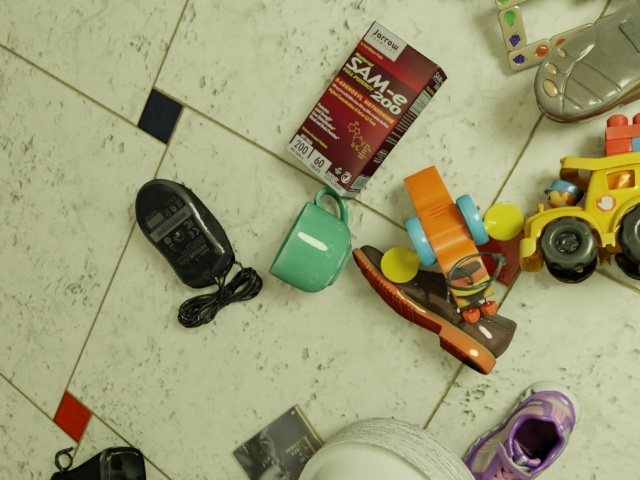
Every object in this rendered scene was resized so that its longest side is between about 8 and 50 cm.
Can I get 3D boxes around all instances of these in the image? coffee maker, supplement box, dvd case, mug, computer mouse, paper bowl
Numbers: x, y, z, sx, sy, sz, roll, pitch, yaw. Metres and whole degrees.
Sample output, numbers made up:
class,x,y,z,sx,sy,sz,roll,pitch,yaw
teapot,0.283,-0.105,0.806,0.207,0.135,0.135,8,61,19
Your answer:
class,x,y,z,sx,sy,sz,roll,pitch,yaw
coffee maker,-0.446,0.471,1.080,0.178,0.120,0.171,-32,80,20
supplement box,0.069,-0.198,0.861,0.130,0.073,0.239,41,106,16
dvd case,-0.037,0.424,0.964,0.164,0.018,0.221,-41,78,18
mug,-0.003,0.006,0.867,0.097,0.129,0.157,29,110,-6
computer mouse,-0.234,0.010,1.003,0.189,0.072,0.272,-30,94,19
paper bowl,0.089,0.420,0.802,0.284,0.148,0.284,6,102,30

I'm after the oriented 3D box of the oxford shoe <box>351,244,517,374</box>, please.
class,x,y,z,sx,sy,sz,roll,pitch,yaw
oxford shoe,0.167,0.082,0.840,0.271,0.097,0.098,39,80,17

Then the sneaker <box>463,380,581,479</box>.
class,x,y,z,sx,sy,sz,roll,pitch,yaw
sneaker,0.277,0.310,0.784,0.095,0.104,0.236,36,106,16

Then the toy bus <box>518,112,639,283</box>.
class,x,y,z,sx,sy,sz,roll,pitch,yaw
toy bus,0.372,-0.055,0.715,0.220,0.149,0.211,-6,77,25

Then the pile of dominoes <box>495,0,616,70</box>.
class,x,y,z,sx,sy,sz,roll,pitch,yaw
pile of dominoes,0.350,-0.349,0.703,0.251,0.040,0.196,-17,116,19

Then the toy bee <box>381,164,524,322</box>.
class,x,y,z,sx,sy,sz,roll,pitch,yaw
toy bee,0.177,0.029,0.753,0.195,0.298,0.162,-11,124,28

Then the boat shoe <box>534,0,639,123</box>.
class,x,y,z,sx,sy,sz,roll,pitch,yaw
boat shoe,0.423,-0.252,0.693,0.324,0.116,0.123,-25,75,14
